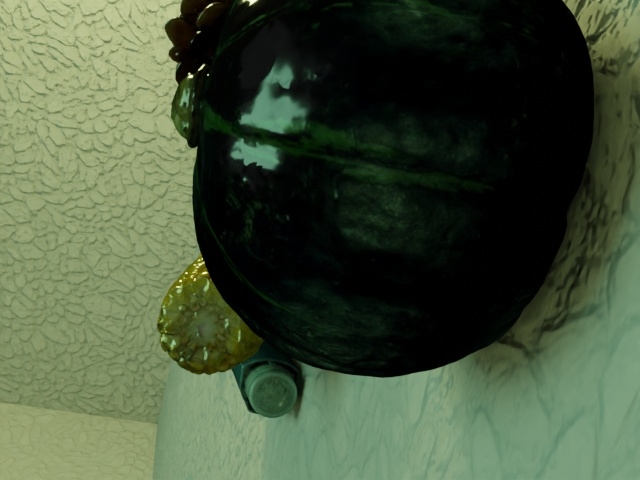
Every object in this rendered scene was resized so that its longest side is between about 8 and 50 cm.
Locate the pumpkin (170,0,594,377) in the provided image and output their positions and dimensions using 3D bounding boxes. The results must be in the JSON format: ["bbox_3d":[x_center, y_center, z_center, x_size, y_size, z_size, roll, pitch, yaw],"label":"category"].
[{"bbox_3d":[0.021,-0.067,0.546,0.315,0.238,0.315,-173,90,-81],"label":"pumpkin"}]

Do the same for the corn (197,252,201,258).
[{"bbox_3d":[-0.234,0.090,1.888,0.262,0.097,0.097,-99,23,-54],"label":"corn"}]

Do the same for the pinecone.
[{"bbox_3d":[-0.092,-0.249,1.211,0.264,0.264,0.264,-169,90,-78],"label":"pinecone"}]

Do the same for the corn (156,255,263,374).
[{"bbox_3d":[-0.099,0.060,1.053,0.387,0.144,0.144,-53,-24,-81],"label":"corn"}]

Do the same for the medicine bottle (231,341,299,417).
[{"bbox_3d":[-0.082,0.163,1.172,0.258,0.079,0.124,-140,61,-75],"label":"medicine bottle"}]
